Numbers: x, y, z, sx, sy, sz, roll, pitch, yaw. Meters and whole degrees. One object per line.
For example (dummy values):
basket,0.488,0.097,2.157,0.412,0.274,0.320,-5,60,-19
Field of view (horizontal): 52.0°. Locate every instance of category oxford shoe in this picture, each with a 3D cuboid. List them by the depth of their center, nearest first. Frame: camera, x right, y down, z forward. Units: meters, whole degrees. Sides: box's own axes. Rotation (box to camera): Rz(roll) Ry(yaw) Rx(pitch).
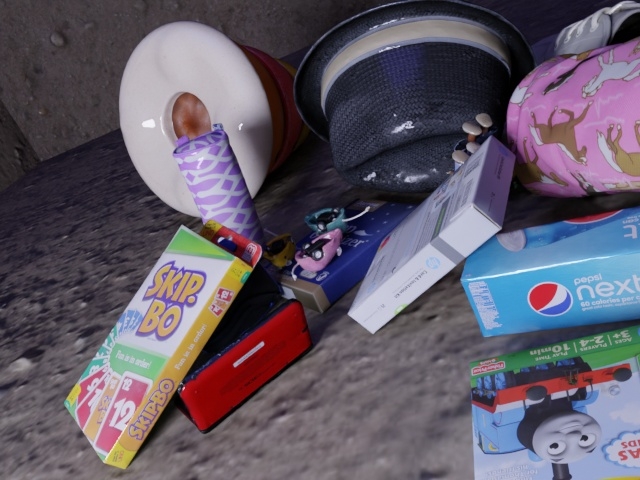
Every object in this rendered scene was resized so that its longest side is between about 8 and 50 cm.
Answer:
oxford shoe,0.404,-0.265,0.908,0.169,0.130,0.449,-25,22,7

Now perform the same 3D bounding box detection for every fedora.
fedora,0.123,-0.162,0.882,0.334,0.334,0.152,-14,56,27

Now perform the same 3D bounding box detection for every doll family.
doll family,0.202,-0.088,0.773,0.193,0.111,0.076,-21,55,-17

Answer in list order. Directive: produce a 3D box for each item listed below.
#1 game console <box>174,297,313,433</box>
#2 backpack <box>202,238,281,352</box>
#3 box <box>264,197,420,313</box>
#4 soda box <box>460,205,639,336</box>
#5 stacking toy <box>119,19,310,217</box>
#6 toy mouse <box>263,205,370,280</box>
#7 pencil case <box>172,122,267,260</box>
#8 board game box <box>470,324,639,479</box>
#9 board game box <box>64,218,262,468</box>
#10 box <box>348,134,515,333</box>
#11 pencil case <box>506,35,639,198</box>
game console,-0.089,0.116,0.669,0.144,0.124,0.085,-37,52,-22
backpack,-0.124,0.072,0.784,0.120,0.098,0.101,-48,25,-18
box,0.041,0.001,0.836,0.225,0.036,0.136,-36,25,-25
soda box,0.231,0.023,0.549,0.210,0.067,0.071,-12,27,29
stacking toy,-0.121,-0.266,1.322,0.351,0.350,0.480,-8,13,37
toy mouse,0.000,0.000,0.791,0.143,0.031,0.161,-25,24,8
pencil case,-0.144,-0.056,0.936,0.088,0.206,0.086,3,30,40
board game box,0.176,0.137,0.400,0.160,0.039,0.211,-17,25,19
board game box,-0.168,0.094,0.695,0.124,0.039,0.259,25,78,48
box,0.112,-0.005,0.662,0.186,0.038,0.145,-45,8,37
pencil case,0.316,-0.121,0.557,0.167,0.159,0.386,-8,2,-17
